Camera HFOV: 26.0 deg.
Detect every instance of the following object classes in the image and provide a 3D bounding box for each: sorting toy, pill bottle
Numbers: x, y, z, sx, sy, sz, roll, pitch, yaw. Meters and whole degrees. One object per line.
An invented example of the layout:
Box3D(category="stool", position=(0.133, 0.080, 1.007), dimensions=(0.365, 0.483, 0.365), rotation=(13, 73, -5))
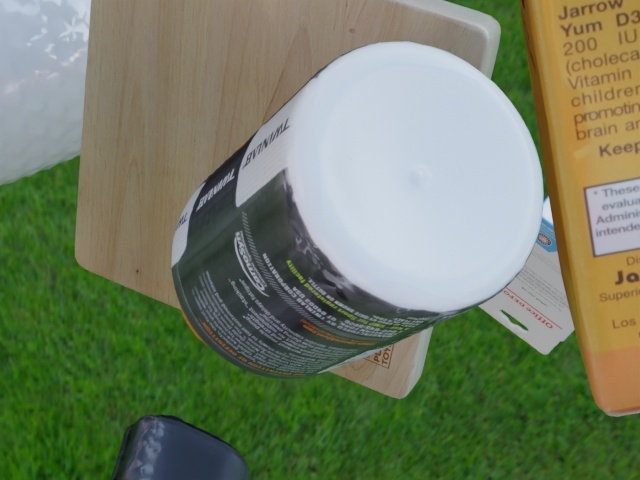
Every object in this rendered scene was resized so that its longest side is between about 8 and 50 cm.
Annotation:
Box3D(category="sorting toy", position=(-0.021, -0.066, 0.890), dimensions=(0.256, 0.257, 0.089), rotation=(21, 33, 18))
Box3D(category="pill bottle", position=(0.000, 0.000, 0.719), dimensions=(0.131, 0.246, 0.130), rotation=(7, 73, -22))

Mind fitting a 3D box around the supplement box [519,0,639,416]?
Box3D(category="supplement box", position=(0.091, -0.070, 0.372), dimensions=(0.080, 0.233, 0.078), rotation=(-12, 30, 8))

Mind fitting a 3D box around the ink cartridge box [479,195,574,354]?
Box3D(category="ink cartridge box", position=(0.233, 0.029, 1.377), dimensions=(0.104, 0.180, 0.060), rotation=(37, 57, 5))

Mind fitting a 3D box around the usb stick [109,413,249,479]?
Box3D(category="usb stick", position=(-0.084, 0.192, 0.641), dimensions=(0.077, 0.045, 0.278), rotation=(35, 34, -17))

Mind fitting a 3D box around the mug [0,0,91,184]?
Box3D(category="mug", position=(-0.268, -0.221, 1.199), dimensions=(0.328, 0.276, 0.374), rotation=(-22, 35, -22))
